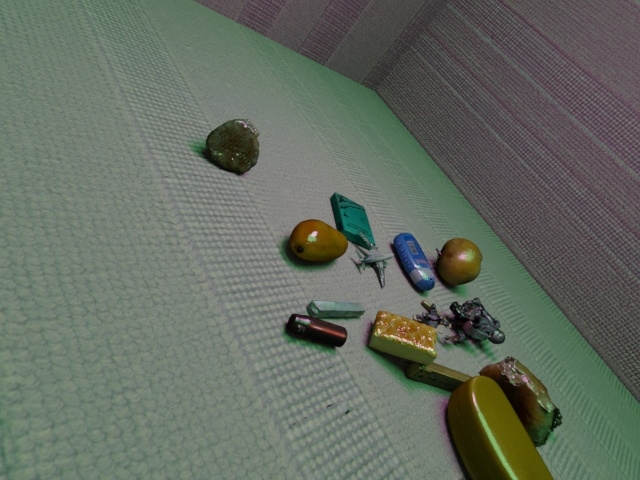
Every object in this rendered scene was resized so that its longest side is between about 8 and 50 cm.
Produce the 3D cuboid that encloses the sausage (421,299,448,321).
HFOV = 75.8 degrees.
[{"bbox_3d":[0.434,0.274,1.554,0.132,0.024,0.024,44,30,-1],"label":"sausage"}]

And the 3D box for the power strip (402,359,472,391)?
[{"bbox_3d":[0.363,0.414,1.254,0.305,0.064,0.044,26,31,-27],"label":"power strip"}]

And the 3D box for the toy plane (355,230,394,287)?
[{"bbox_3d":[0.204,0.063,1.502,0.226,0.058,0.226,2,62,-57],"label":"toy plane"}]

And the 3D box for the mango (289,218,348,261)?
[{"bbox_3d":[0.000,0.000,1.292,0.253,0.113,0.138,2,50,-51],"label":"mango"}]

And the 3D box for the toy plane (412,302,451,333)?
[{"bbox_3d":[0.401,0.266,1.467,0.135,0.062,0.188,14,37,12],"label":"toy plane"}]

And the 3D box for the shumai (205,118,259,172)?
[{"bbox_3d":[-0.290,-0.326,1.344,0.184,0.184,0.142,21,13,-34],"label":"shumai"}]

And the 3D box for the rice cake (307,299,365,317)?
[{"bbox_3d":[0.051,0.199,1.183,0.211,0.034,0.043,10,35,-43],"label":"rice cake"}]

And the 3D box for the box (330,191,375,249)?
[{"bbox_3d":[0.126,-0.079,1.610,0.161,0.042,0.226,25,35,-30],"label":"box"}]

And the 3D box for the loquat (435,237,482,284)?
[{"bbox_3d":[0.606,0.100,1.825,0.213,0.213,0.213,30,33,-22],"label":"loquat"}]

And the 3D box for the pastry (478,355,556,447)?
[{"bbox_3d":[0.568,0.495,1.242,0.121,0.235,0.257,7,33,-29],"label":"pastry"}]

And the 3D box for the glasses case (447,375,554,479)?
[{"bbox_3d":[0.467,0.562,1.106,0.173,0.141,0.371,8,42,-30],"label":"glasses case"}]

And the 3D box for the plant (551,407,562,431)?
[{"bbox_3d":[0.813,0.626,1.485,0.143,0.092,0.094,46,61,-37],"label":"plant"}]

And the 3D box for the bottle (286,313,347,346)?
[{"bbox_3d":[-0.010,0.229,1.051,0.164,0.060,0.060,24,35,-29],"label":"bottle"}]

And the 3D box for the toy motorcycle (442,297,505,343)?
[{"bbox_3d":[0.584,0.319,1.570,0.401,0.134,0.207,10,37,-49],"label":"toy motorcycle"}]

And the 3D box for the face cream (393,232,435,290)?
[{"bbox_3d":[0.386,0.091,1.667,0.149,0.083,0.264,18,39,-36],"label":"face cream"}]

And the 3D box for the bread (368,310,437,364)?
[{"bbox_3d":[0.244,0.282,1.209,0.188,0.068,0.125,17,30,5],"label":"bread"}]
